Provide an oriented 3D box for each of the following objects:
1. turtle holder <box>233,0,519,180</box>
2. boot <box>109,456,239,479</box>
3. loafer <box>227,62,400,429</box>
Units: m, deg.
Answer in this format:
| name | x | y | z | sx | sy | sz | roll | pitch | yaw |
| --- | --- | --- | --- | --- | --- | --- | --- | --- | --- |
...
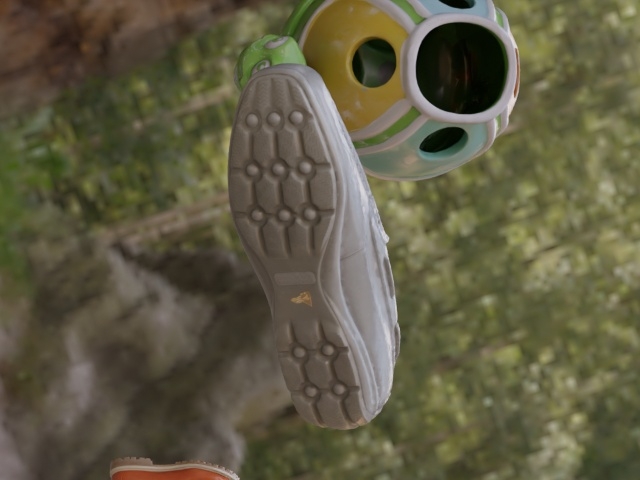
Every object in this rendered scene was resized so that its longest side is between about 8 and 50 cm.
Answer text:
| name | x | y | z | sx | sy | sz | roll | pitch | yaw |
| --- | --- | --- | --- | --- | --- | --- | --- | --- | --- |
| turtle holder | 0.070 | -0.196 | 2.118 | 0.320 | 0.243 | 0.227 | 30 | -11 | -25 |
| boot | -0.178 | 0.312 | 2.373 | 0.059 | 0.158 | 0.085 | 91 | -1 | -58 |
| loafer | 0.000 | 0.000 | 1.624 | 0.111 | 0.112 | 0.319 | -46 | 132 | -56 |
